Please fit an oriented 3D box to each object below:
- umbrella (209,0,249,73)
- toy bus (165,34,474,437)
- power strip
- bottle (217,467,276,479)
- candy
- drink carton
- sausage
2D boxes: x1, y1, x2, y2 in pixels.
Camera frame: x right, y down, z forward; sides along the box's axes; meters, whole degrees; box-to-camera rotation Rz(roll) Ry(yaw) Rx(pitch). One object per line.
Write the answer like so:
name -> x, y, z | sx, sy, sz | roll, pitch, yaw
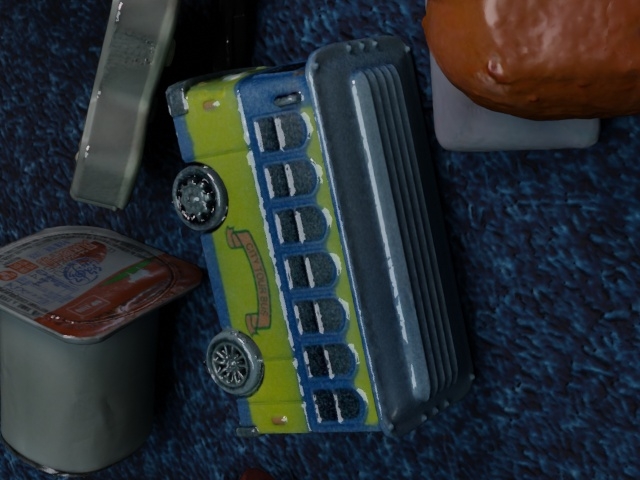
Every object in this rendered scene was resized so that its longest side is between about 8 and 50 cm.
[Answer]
umbrella -> -0.075, -0.302, 1.098 | 0.118, 0.118, 0.340 | 17, 120, 30
toy bus -> 0.000, 0.000, 1.083 | 0.190, 0.152, 0.312 | -7, 98, 37
power strip -> -0.171, -0.118, 1.117 | 0.059, 0.193, 0.265 | 13, 141, -12
bottle -> -0.109, 0.315, 1.267 | 0.104, 0.104, 0.245 | 42, 122, 18
candy -> 0.145, -0.155, 0.994 | 0.138, 0.071, 0.174 | 1, 103, 30
drink carton -> -0.235, 0.106, 1.267 | 0.191, 0.185, 0.189 | 21, 124, 26
sausage -> 0.202, -0.160, 0.872 | 0.268, 0.141, 0.153 | -7, 100, 8
